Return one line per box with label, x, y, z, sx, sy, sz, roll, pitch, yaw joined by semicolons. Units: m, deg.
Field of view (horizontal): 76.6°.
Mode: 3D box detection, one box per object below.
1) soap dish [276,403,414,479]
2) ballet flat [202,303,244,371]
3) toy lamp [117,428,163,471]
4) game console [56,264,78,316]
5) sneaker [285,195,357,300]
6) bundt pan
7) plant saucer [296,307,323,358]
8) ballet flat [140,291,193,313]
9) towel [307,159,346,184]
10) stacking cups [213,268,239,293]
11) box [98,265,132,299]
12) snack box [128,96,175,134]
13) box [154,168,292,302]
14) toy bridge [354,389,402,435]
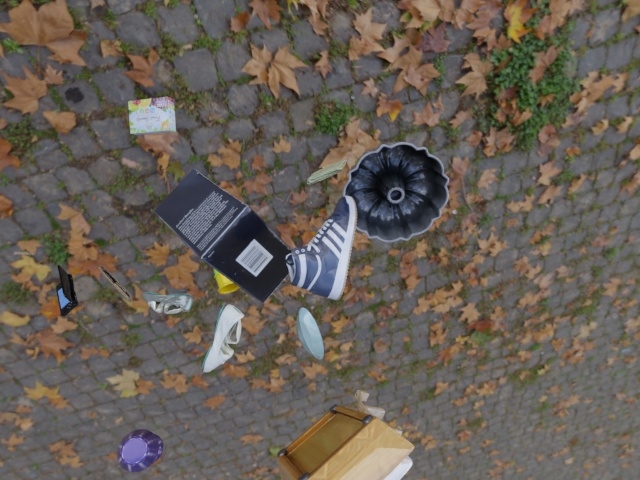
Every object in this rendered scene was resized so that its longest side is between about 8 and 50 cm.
soap dish;0.032;0.455;0.839;0.229;0.118;0.291;-32;176;-23
ballet flat;-0.483;0.513;2.030;0.139;0.139;0.400;15;106;-23
toy lamp;-0.383;0.451;0.873;0.080;0.080;0.275;3;155;-15
game console;-0.809;0.157;1.262;0.107;0.122;0.071;-38;151;12
sneaker;0.000;0.000;1.039;0.153;0.282;0.099;14;161;-10
bundt pan;0.229;-0.166;1.291;0.330;0.124;0.331;-1;119;-1
plant saucer;-0.047;0.340;1.467;0.037;0.195;0.195;-23;129;12
ballet flat;-0.529;0.213;1.369;0.213;0.068;0.072;-1;153;20
towel;0.024;-0.252;1.483;0.148;0.110;0.027;-21;108;19
stacking cups;-0.420;0.062;1.669;0.096;0.316;0.096;-21;155;-11
box;-0.827;0.180;1.643;0.164;0.201;0.021;49;65;-7
snack box;-0.515;-0.379;1.238;0.141;0.037;0.100;-1;96;16
box;-0.264;-0.010;1.164;0.183;0.294;0.296;-49;140;-8
toy bridge;0.135;0.442;1.039;0.063;0.188;0.026;21;93;-24
